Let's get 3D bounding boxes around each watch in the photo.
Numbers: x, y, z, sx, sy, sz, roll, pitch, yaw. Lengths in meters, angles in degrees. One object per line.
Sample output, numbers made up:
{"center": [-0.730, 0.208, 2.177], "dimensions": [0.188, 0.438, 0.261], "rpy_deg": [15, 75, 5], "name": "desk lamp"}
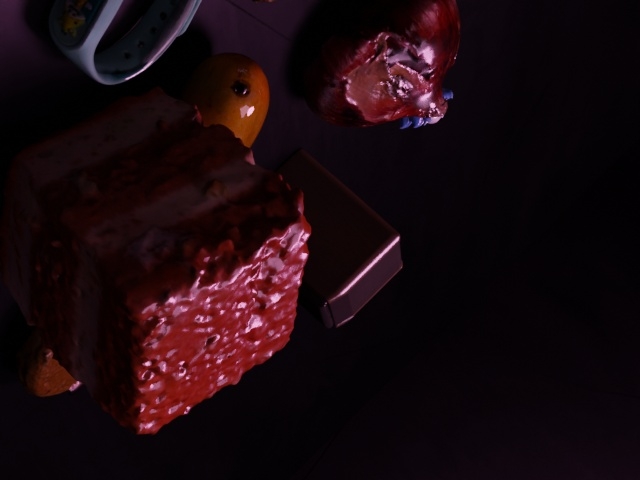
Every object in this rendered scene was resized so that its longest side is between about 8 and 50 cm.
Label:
{"center": [-0.197, -0.275, 1.464], "dimensions": [0.195, 0.068, 0.237], "rpy_deg": [-19, 148, -57], "name": "watch"}

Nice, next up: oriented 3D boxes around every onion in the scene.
{"center": [0.111, -0.256, 1.997], "dimensions": [0.272, 0.195, 0.272], "rpy_deg": [-41, 170, -9], "name": "onion"}

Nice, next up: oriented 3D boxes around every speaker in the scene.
{"center": [0.000, 0.000, 2.200], "dimensions": [0.192, 0.231, 0.153], "rpy_deg": [-44, 161, -12], "name": "speaker"}

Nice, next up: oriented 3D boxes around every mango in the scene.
{"center": [-0.141, -0.154, 1.749], "dimensions": [0.113, 0.138, 0.253], "rpy_deg": [13, 144, -20], "name": "mango"}

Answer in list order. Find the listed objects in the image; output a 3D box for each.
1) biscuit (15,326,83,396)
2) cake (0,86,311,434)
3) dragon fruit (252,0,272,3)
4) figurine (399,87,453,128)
{"center": [-0.326, 0.110, 1.941], "dimensions": [0.296, 0.075, 0.296], "rpy_deg": [-43, 167, -13], "name": "biscuit"}
{"center": [-0.213, 0.014, 1.618], "dimensions": [0.269, 0.319, 0.270], "rpy_deg": [-30, 149, -34], "name": "cake"}
{"center": [0.007, -0.418, 1.370], "dimensions": [0.269, 0.250, 0.291], "rpy_deg": [-21, 160, -17], "name": "dragon fruit"}
{"center": [0.180, -0.233, 2.373], "dimensions": [0.114, 0.079, 0.114], "rpy_deg": [-33, -151, 21], "name": "figurine"}
